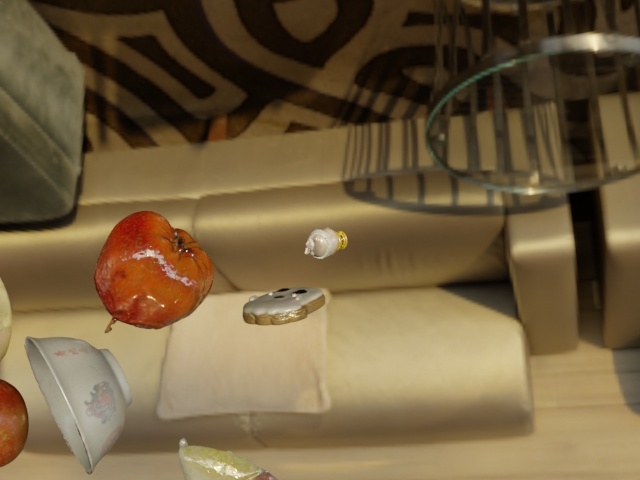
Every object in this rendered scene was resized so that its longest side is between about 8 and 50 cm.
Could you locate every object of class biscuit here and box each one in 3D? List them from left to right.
[{"bbox_3d":[-0.085,0.142,2.009,0.181,0.049,0.208,-2,-166,32],"label":"biscuit"}]

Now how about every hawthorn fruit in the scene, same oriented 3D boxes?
[{"bbox_3d":[-0.321,0.079,1.581,0.243,0.207,0.207,-45,136,18],"label":"hawthorn fruit"}]

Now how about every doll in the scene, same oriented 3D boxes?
[{"bbox_3d":[0.000,0.000,2.153,0.127,0.084,0.073,-9,137,-42],"label":"doll"}]

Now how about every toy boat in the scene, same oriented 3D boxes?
[{"bbox_3d":[-0.157,0.550,1.712,0.276,0.111,0.293,9,112,3],"label":"toy boat"}]

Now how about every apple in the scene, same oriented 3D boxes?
[{"bbox_3d":[-0.686,0.367,1.788,0.181,0.168,0.181,-1,-161,0],"label":"apple"}]

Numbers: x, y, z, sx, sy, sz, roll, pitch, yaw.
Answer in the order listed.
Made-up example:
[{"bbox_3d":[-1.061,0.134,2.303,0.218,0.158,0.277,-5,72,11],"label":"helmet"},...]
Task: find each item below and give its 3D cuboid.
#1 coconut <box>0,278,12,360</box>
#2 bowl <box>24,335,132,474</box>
[{"bbox_3d":[-0.872,0.191,2.056,0.352,0.353,0.352,1,156,0],"label":"coconut"},{"bbox_3d":[-0.532,0.343,2.011,0.157,0.345,0.345,-26,167,-26],"label":"bowl"}]
